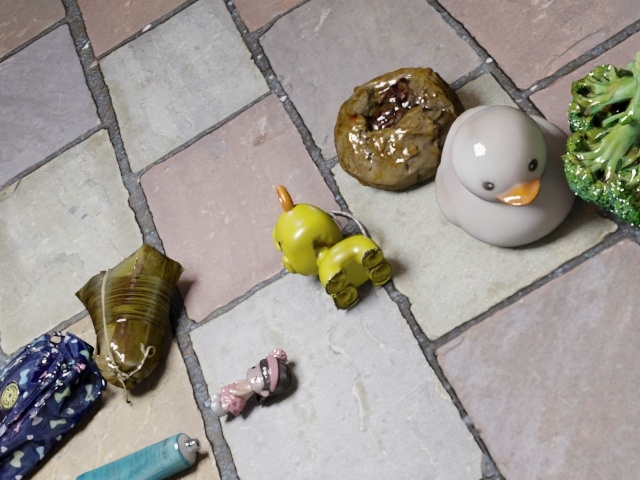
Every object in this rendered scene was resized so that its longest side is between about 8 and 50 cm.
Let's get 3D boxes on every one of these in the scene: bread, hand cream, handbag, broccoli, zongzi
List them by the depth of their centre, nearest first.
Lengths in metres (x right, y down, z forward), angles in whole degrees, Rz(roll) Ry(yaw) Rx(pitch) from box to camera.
[{"bbox_3d":[0.434,-0.158,1.534,0.254,0.269,0.269,-39,40,-17],"label":"broccoli"},{"bbox_3d":[-0.268,0.337,1.690,0.224,0.048,0.083,-26,40,19],"label":"hand cream"},{"bbox_3d":[-0.462,0.258,1.835,0.260,0.113,0.162,-46,35,-3],"label":"handbag"},{"bbox_3d":[0.123,-0.187,1.878,0.230,0.123,0.230,-19,40,17],"label":"bread"},{"bbox_3d":[-0.343,0.152,1.885,0.241,0.111,0.248,-25,44,38],"label":"zongzi"}]

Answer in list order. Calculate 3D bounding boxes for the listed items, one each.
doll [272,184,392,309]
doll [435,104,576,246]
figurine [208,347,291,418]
[{"bbox_3d":[0.000,0.000,1.769,0.135,0.143,0.221,-39,48,-3],"label":"doll"},{"bbox_3d":[0.252,-0.114,1.653,0.221,0.221,0.251,-27,41,8],"label":"doll"},{"bbox_3d":[-0.099,0.211,1.691,0.129,0.054,0.072,-34,25,11],"label":"figurine"}]
